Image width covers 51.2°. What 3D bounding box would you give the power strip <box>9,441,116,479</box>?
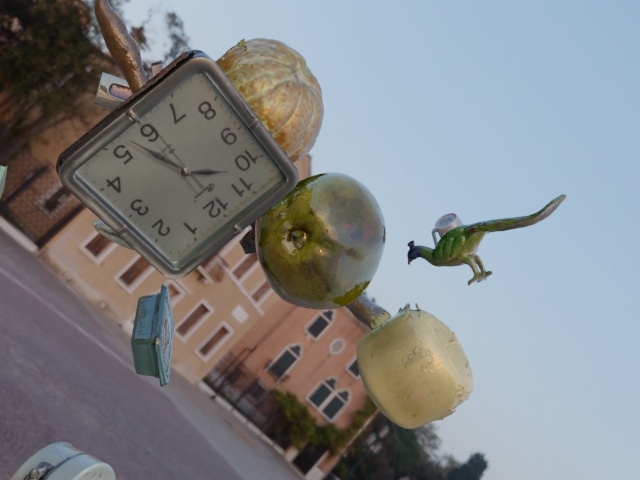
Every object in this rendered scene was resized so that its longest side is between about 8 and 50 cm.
[{"bbox_3d":[-0.735,0.742,1.849,0.161,0.358,0.357,19,-21,19],"label":"power strip"}]

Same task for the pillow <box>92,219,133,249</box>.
[{"bbox_3d":[-0.295,-0.014,1.237,0.128,0.051,0.229,24,14,34],"label":"pillow"}]

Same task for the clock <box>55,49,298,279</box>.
[{"bbox_3d":[-0.203,-0.104,0.997,0.279,0.273,0.049,52,0,-39],"label":"clock"}]

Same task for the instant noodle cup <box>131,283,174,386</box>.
[{"bbox_3d":[-0.355,0.199,1.414,0.179,0.070,0.157,-95,-172,-48],"label":"instant noodle cup"}]

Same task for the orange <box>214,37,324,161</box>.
[{"bbox_3d":[-0.130,-0.346,1.675,0.329,0.249,0.330,37,36,-34],"label":"orange"}]

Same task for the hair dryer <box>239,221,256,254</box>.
[{"bbox_3d":[-0.141,-0.061,1.734,0.075,0.195,0.219,57,-5,29],"label":"hair dryer"}]

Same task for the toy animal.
[{"bbox_3d":[0.202,0.010,0.808,0.216,0.041,0.075,-19,-98,39],"label":"toy animal"}]

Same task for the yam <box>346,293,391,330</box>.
[{"bbox_3d":[0.082,0.155,1.790,0.066,0.066,0.299,53,-10,-35],"label":"yam"}]

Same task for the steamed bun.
[{"bbox_3d":[0.216,0.300,1.525,0.273,0.231,0.166,58,24,-14],"label":"steamed bun"}]

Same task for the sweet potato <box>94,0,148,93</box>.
[{"bbox_3d":[-0.410,-0.392,1.408,0.274,0.067,0.067,66,-16,-7],"label":"sweet potato"}]

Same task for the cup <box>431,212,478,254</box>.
[{"bbox_3d":[0.324,-0.003,1.660,0.104,0.074,0.116,-13,-57,40],"label":"cup"}]

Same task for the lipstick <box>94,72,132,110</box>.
[{"bbox_3d":[-0.441,-0.345,1.702,0.252,0.079,0.077,17,-9,-21],"label":"lipstick"}]

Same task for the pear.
[{"bbox_3d":[0.000,0.000,1.277,0.269,0.269,0.321,40,4,14],"label":"pear"}]

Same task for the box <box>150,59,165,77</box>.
[{"bbox_3d":[-0.341,-0.296,1.509,0.247,0.033,0.129,-112,-173,-46],"label":"box"}]

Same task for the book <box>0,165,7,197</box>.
[{"bbox_3d":[-0.714,-0.088,1.456,0.017,0.135,0.103,17,-37,-20],"label":"book"}]
